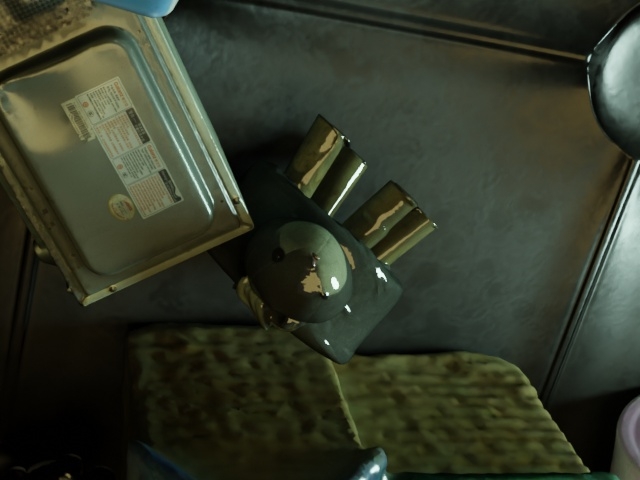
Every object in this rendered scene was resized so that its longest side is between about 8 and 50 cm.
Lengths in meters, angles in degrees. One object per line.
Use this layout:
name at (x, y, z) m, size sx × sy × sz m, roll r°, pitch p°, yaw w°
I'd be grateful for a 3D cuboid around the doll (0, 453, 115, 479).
doll at (-0.250, 0.230, 0.980) m, size 0.091 × 0.067 × 0.219 m, roll 27°, pitch 134°, yaw -32°

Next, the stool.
stool at (0.007, 0.006, 0.868) m, size 0.153 × 0.228 × 0.139 m, roll 41°, pitch 92°, yaw -23°

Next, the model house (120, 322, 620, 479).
model house at (0.027, 0.277, 0.945) m, size 0.382 × 0.343 × 0.335 m, roll -1°, pitch 116°, yaw -15°

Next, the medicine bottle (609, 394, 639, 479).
medicine bottle at (0.374, 0.327, 1.143) m, size 0.212 × 0.212 × 0.326 m, roll -6°, pitch 119°, yaw -12°

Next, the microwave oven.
microwave oven at (-0.162, -0.105, 0.776) m, size 0.145 × 0.194 × 0.241 m, roll -23°, pitch 122°, yaw 1°

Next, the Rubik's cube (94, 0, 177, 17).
Rubik's cube at (-0.161, -0.331, 0.550) m, size 0.291 × 0.291 × 0.290 m, roll 14°, pitch 134°, yaw -18°
